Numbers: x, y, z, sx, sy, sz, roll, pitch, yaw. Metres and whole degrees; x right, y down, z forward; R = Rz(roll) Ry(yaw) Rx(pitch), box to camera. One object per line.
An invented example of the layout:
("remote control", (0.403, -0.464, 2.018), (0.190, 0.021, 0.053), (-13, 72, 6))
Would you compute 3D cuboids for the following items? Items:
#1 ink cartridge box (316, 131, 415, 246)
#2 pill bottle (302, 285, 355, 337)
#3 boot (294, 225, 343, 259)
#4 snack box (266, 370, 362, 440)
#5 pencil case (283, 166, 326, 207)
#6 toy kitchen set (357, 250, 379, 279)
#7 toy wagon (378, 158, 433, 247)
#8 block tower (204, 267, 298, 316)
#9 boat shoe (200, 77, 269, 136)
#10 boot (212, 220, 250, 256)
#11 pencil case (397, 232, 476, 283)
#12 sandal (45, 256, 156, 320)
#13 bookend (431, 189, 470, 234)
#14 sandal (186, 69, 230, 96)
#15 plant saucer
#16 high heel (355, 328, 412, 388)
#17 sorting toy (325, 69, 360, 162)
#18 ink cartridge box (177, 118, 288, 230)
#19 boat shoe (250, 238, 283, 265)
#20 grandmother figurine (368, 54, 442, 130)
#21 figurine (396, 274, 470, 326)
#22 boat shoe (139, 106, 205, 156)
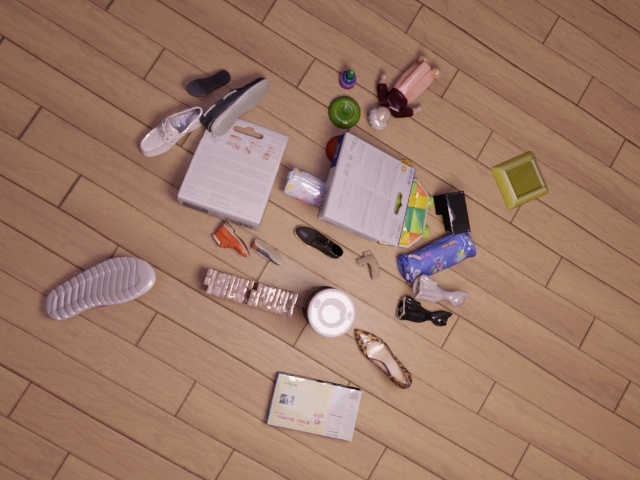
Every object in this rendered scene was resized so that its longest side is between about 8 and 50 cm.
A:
("ink cartridge box", (0.172, -0.174, 1.860), (0.330, 0.071, 0.324), (23, 73, -27))
("pill bottle", (0.020, 0.243, 1.813), (0.161, 0.283, 0.161), (0, 87, -7))
("boot", (0.000, 0.000, 1.897), (0.197, 0.137, 0.077), (28, 84, -4))
("snack box", (-0.022, 0.612, 1.902), (0.321, 0.060, 0.187), (14, 85, -6))
("pencil case", (-0.003, -0.173, 1.912), (0.273, 0.124, 0.114), (24, 86, -4))
("toy kitchen set", (0.179, 0.099, 1.966), (0.068, 0.075, 0.083), (-19, 50, -10))
("toy wagon", (0.299, -0.149, 1.973), (0.267, 0.068, 0.345), (10, 86, -6))
("block tower", (-0.255, 0.191, 1.882), (0.335, 0.097, 0.091), (17, 85, -4))
("boat shoe", (-0.315, -0.514, 1.898), (0.091, 0.114, 0.302), (39, 68, 14))
("boot", (-0.330, 0.013, 1.902), (0.084, 0.059, 0.158), (-41, 84, -4))
("pencil case", (0.438, 0.057, 1.949), (0.306, 0.133, 0.119), (-22, 50, -8))
("sandal", (-0.771, 0.168, 1.826), (0.416, 0.102, 0.170), (-16, 74, 6))
("bookend", (0.495, -0.103, 1.953), (0.072, 0.156, 0.157), (-11, 92, -6))
("sandal", (-0.420, -0.585, 1.932), (0.179, 0.040, 0.067), (-30, 96, -21))
("plant saucer", (0.805, -0.243, 2.047), (0.188, 0.045, 0.188), (-23, 90, -7))
("high heel", (0.231, 0.426, 1.876), (0.093, 0.186, 0.261), (-43, 92, -7))
("sorting toy", (0.097, -0.474, 1.938), (0.127, 0.126, 0.366), (6, 87, -6))
("ink cartridge box", (-0.319, -0.263, 1.920), (0.308, 0.091, 0.385), (18, 68, -5))
("boat shoe", (-0.200, 0.050, 1.920), (0.137, 0.049, 0.043), (38, 126, -6))
("grandmother figurine", (0.304, -0.559, 1.981), (0.208, 0.104, 0.342), (41, 81, 6))
("figurine", (0.423, 0.235, 1.915), (0.209, 0.215, 0.092), (16, 43, -11))
("boat shoe", (-0.545, -0.409, 1.875), (0.277, 0.096, 0.098), (-38, 92, -7))
